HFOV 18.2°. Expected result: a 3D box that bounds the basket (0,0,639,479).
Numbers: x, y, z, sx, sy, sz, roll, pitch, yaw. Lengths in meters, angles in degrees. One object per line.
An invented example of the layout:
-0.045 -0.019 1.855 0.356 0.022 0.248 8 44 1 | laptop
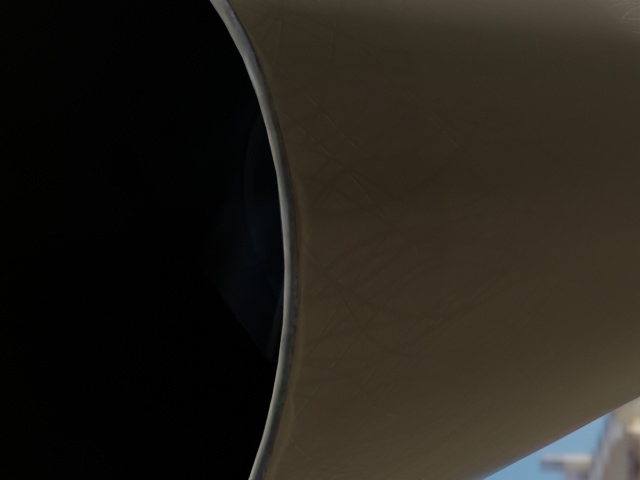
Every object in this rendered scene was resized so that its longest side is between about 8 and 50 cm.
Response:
0.000 0.000 0.491 0.227 0.204 0.154 -14 -118 -48 | basket
